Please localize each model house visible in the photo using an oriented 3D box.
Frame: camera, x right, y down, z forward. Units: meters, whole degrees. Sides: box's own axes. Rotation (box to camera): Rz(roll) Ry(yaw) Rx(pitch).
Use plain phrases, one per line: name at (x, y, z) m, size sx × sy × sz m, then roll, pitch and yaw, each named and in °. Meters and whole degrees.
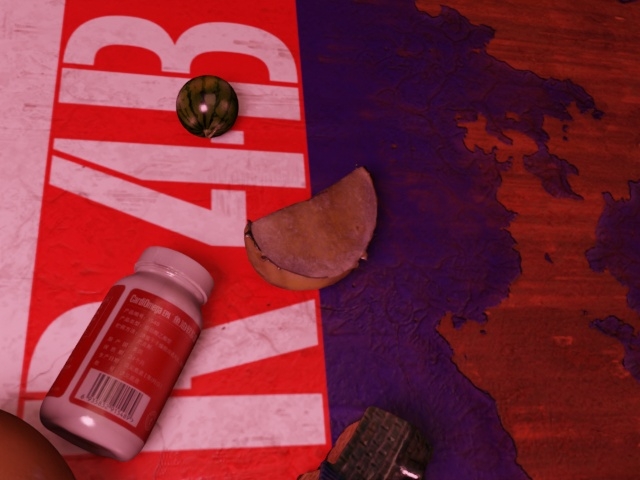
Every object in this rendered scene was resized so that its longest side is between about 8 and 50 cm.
model house at (0.060, 0.311, 0.815) m, size 0.166 × 0.172 × 0.183 m, roll 32°, pitch 60°, yaw 4°

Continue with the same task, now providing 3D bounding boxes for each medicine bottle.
medicine bottle at (-0.234, 0.138, 0.850) m, size 0.131 × 0.131 × 0.250 m, roll 25°, pitch 60°, yaw -1°

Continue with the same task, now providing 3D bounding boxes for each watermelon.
watermelon at (-0.177, -0.205, 1.059) m, size 0.109 × 0.109 × 0.109 m, roll 6°, pitch 63°, yaw -12°

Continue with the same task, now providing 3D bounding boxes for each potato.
potato at (0.000, 0.000, 1.000) m, size 0.243 × 0.098 × 0.138 m, roll -29°, pitch 77°, yaw -32°

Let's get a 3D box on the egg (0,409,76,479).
egg at (-0.359, 0.338, 0.618) m, size 0.301 × 0.301 × 0.374 m, roll -3°, pitch 64°, yaw -16°
